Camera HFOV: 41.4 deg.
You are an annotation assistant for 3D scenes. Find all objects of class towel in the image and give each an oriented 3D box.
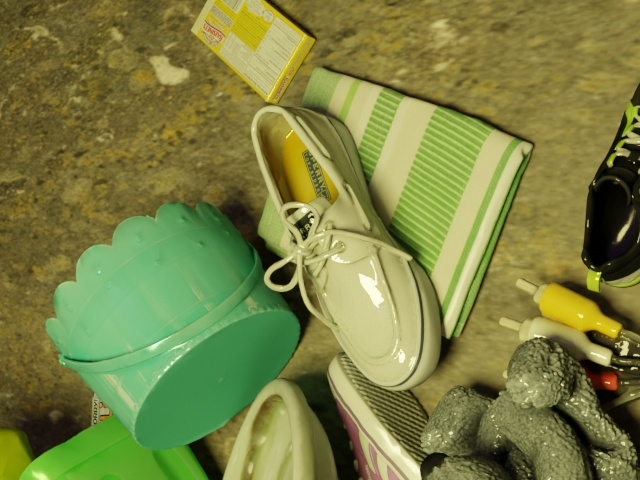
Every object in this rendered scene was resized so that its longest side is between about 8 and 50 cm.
[{"bbox_3d":[0.073,-0.053,1.017,0.324,0.038,0.248,26,100,38],"label":"towel"}]

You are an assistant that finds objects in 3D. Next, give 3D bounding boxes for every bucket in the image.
[{"bbox_3d":[-0.172,0.109,1.044,0.183,0.281,0.281,46,112,27],"label":"bucket"}]

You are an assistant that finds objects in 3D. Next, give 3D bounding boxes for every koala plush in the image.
[{"bbox_3d":[0.164,0.240,0.765,0.203,0.221,0.196,51,140,9],"label":"koala plush"}]

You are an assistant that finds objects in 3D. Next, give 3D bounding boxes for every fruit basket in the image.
[{"bbox_3d":[-0.369,0.354,1.117,0.391,0.283,0.392,8,105,29],"label":"fruit basket"}]

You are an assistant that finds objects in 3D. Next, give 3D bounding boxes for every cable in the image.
[{"bbox_3d":[0.304,0.123,0.788,0.287,0.072,0.140,9,94,39],"label":"cable"}]

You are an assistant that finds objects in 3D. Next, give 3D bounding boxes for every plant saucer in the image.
[{"bbox_3d":[-0.047,0.359,0.942,0.400,0.100,0.401,-166,90,-77],"label":"plant saucer"}]

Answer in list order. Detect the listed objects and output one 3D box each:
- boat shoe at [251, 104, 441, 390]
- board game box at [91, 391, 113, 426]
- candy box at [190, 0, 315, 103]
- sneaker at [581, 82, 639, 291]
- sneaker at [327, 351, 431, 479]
[{"bbox_3d":[0.006,-0.006,0.937,0.135,0.156,0.367,-34,63,30],"label":"boat shoe"},{"bbox_3d":[-0.282,0.202,1.256,0.136,0.035,0.201,-5,81,37],"label":"board game box"},{"bbox_3d":[-0.098,-0.287,1.183,0.206,0.027,0.105,46,114,33],"label":"candy box"},{"bbox_3d":[0.305,-0.062,0.795,0.084,0.097,0.235,17,94,38],"label":"sneaker"},{"bbox_3d":[0.064,0.270,0.941,0.161,0.102,0.282,-50,58,25],"label":"sneaker"}]
